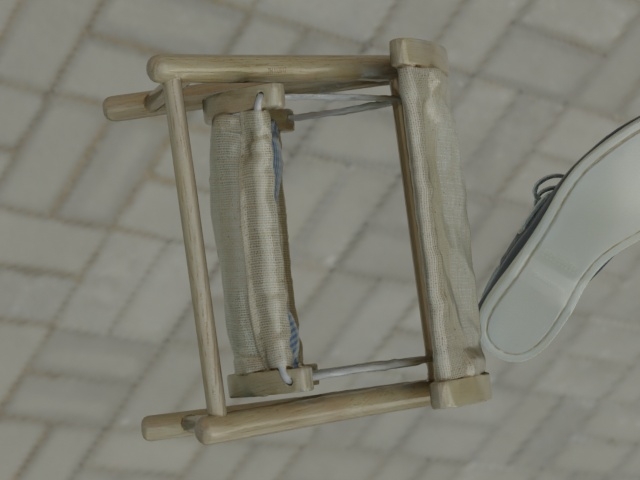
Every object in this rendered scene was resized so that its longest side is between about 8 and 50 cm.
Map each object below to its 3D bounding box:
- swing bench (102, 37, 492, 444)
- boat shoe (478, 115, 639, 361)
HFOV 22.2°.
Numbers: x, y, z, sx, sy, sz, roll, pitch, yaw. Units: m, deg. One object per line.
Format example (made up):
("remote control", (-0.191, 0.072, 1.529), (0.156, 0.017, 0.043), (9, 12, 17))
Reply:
("swing bench", (0.000, 0.000, 1.141), (0.255, 0.253, 0.165), (-7, 177, -20))
("boat shoe", (0.221, -0.009, 1.399), (0.095, 0.079, 0.254), (30, 103, -12))
